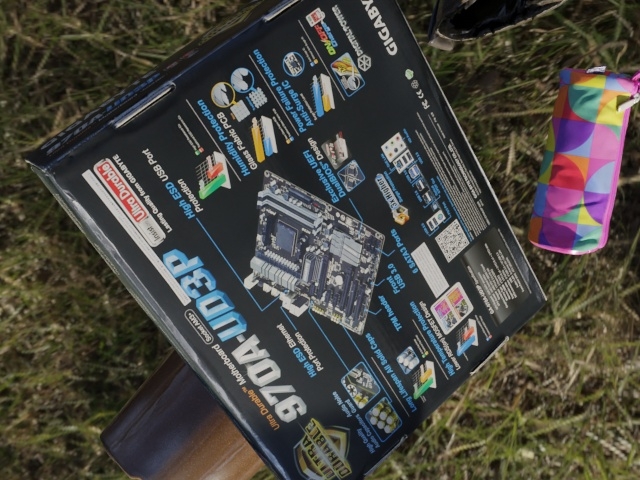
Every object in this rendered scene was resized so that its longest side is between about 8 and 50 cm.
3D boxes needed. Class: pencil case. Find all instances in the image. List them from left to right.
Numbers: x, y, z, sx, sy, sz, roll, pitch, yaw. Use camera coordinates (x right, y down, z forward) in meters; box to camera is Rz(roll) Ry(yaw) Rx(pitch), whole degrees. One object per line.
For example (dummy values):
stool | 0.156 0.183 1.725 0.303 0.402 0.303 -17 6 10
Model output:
pencil case | 0.323 -0.099 0.935 0.105 0.104 0.236 13 105 19

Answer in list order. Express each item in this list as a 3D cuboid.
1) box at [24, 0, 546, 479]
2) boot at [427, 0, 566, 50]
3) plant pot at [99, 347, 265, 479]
box | 0.000 0.000 0.374 0.220 0.175 0.051 57 162 -24
boot | 0.147 -0.240 0.410 0.091 0.263 0.228 13 74 -19
plant pot | -0.103 0.166 0.718 0.167 0.167 0.165 42 76 7
